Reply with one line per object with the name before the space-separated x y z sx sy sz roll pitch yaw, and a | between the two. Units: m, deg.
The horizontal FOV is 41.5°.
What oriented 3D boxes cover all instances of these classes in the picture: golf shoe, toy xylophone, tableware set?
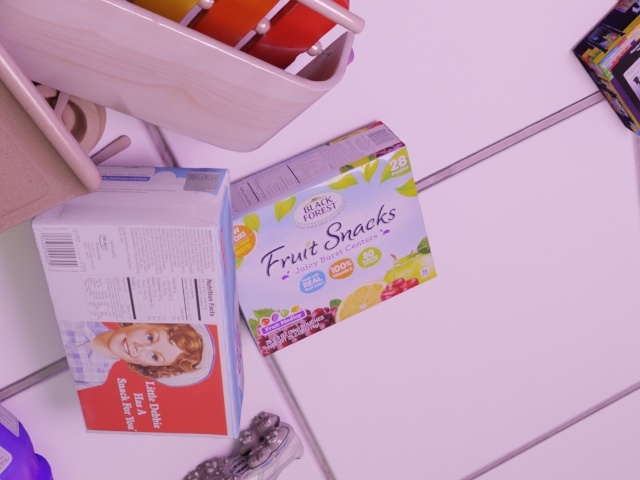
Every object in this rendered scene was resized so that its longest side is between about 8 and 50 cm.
golf shoe | -0.093 0.286 1.000 0.176 0.069 0.086 -38 133 4
toy xylophone | -0.105 -0.166 0.625 0.323 0.081 0.236 23 147 -38
tableware set | -0.269 -0.070 0.718 0.194 0.039 0.128 -34 127 -1

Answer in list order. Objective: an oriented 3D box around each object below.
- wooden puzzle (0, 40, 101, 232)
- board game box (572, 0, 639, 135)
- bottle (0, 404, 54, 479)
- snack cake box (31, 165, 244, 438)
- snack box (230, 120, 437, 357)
wooden puzzle | -0.379 -0.106 0.596 0.348 0.080 0.322 -21 127 13
board game box | 0.373 -0.213 0.903 0.170 0.048 0.141 -45 128 7
bottle | -0.347 0.213 0.826 0.118 0.092 0.283 -34 127 0
snack cake box | -0.153 0.063 0.773 0.152 0.089 0.264 1 128 0
snack box | 0.000 0.000 0.859 0.207 0.070 0.174 -24 127 -9
